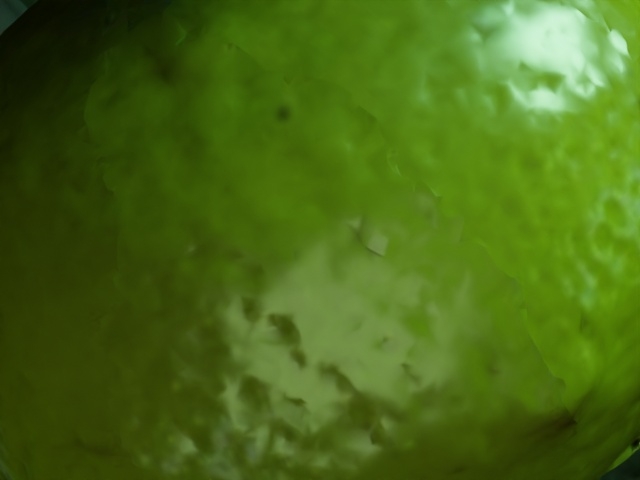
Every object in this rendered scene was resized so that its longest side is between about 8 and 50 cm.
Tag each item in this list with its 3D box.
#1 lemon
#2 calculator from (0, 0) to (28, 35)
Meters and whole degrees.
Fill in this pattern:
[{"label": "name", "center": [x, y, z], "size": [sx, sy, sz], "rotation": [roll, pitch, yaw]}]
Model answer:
[{"label": "lemon", "center": [0.002, -0.001, 0.605], "size": [0.284, 0.260, 0.261], "rotation": [-25, 123, -28]}, {"label": "calculator", "center": [-0.174, -0.086, 0.644], "size": [0.100, 0.032, 0.175], "rotation": [-36, 119, 8]}]
